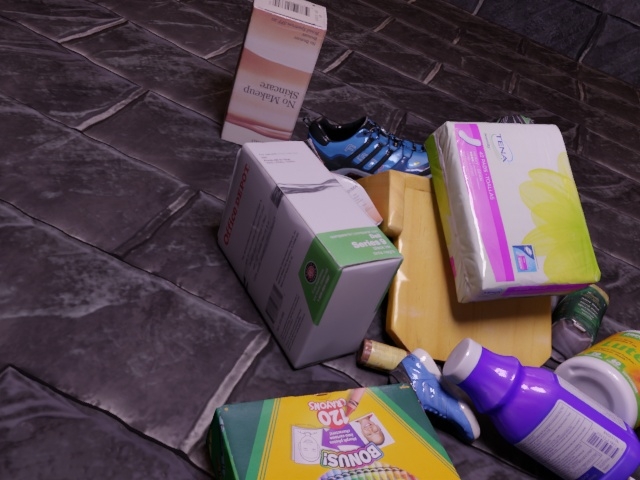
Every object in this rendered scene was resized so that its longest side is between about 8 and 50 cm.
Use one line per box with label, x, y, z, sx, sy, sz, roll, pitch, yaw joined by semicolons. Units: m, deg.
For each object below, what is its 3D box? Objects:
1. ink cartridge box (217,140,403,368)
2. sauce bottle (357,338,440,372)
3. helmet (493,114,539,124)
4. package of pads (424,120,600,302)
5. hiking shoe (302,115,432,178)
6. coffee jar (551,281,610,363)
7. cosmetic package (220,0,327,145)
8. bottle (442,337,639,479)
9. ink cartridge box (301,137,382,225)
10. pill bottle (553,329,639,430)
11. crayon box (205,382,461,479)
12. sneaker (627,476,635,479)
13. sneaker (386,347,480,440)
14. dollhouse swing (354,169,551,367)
ink cartridge box;-0.032;0.011;0.968;0.121;0.211;0.289;-9;47;-34
sauce bottle;0.121;0.187;0.969;0.128;0.042;0.042;18;37;-5
helmet;0.492;-0.237;1.595;0.161;0.169;0.169;10;35;-43
package of pads;0.315;-0.053;1.039;0.229;0.101;0.297;-2;70;-19
hiking shoe;0.115;-0.187;1.301;0.304;0.132;0.113;0;39;1
coffee jar;0.470;0.141;1.162;0.079;0.096;0.184;36;39;13
cosmetic package;-0.101;-0.343;1.307;0.153;0.296;0.129;12;39;-11
bottle;0.307;0.243;0.898;0.283;0.118;0.092;34;22;-1
ink cartridge box;0.026;-0.101;1.087;0.045;0.179;0.145;-31;11;-10
pill bottle;0.499;0.225;1.037;0.245;0.136;0.136;-13;49;-38
crayon box;0.017;0.276;0.770;0.278;0.081;0.165;0;42;-28
sneaker;0.457;0.390;0.888;0.067;0.042;0.118;27;34;12
sneaker;0.157;0.240;0.914;0.084;0.058;0.152;-33;83;-21
dollhouse swing;0.233;0.060;1.173;0.346;0.305;0.315;11;-3;-15
